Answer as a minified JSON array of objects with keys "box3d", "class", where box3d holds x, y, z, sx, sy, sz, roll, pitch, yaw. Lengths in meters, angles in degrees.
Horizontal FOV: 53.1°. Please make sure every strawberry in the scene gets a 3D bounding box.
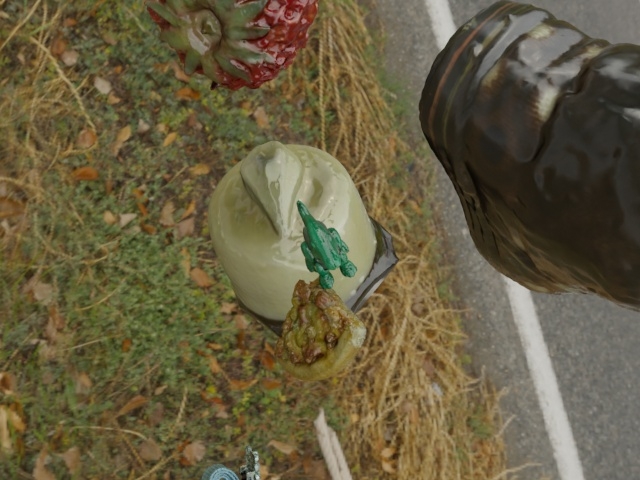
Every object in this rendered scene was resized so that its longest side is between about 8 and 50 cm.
[{"box3d":[-0.077,-0.306,0.772,0.205,0.205,0.244,51,47,-20],"class":"strawberry"}]

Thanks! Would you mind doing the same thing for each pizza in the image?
[{"box3d":[-0.013,0.111,0.810,0.046,0.175,0.134,8,56,-34],"class":"pizza"}]

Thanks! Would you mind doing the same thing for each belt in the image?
[{"box3d":[-0.126,0.446,1.061,0.100,0.065,0.179,-21,95,-24],"class":"belt"}]

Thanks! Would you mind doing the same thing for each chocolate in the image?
[{"box3d":[-0.050,-0.016,1.200,0.314,0.326,0.297,-47,157,-16],"class":"chocolate"}]

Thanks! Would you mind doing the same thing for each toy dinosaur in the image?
[{"box3d":[0.000,0.000,0.773,0.132,0.059,0.096,60,-4,40],"class":"toy dinosaur"}]

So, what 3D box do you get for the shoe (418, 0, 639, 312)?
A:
[{"box3d":[0.245,-0.030,0.556,0.171,0.237,0.384,-50,145,-3],"class":"shoe"}]
